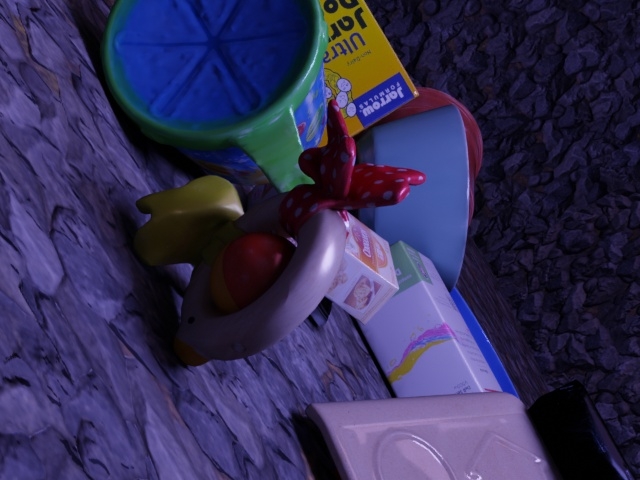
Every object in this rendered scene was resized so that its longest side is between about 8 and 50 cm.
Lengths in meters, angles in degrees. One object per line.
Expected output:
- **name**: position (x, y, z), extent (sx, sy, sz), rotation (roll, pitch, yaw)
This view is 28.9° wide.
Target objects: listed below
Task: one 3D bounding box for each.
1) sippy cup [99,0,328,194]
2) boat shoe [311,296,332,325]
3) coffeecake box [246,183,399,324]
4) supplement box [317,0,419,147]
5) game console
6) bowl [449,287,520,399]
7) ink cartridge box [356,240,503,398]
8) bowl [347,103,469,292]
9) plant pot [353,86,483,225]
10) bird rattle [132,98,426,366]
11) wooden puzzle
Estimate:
- **sippy cup**: position (-0.092, -0.171, 1.349), extent (0.224, 0.240, 0.306), rotation (60, 35, -67)
- **boat shoe**: position (-0.002, 0.056, 1.574), extent (0.049, 0.040, 0.142), rotation (54, 11, -27)
- **coffeecake box**: position (0.000, 0.000, 1.525), extent (0.185, 0.068, 0.142), rotation (36, 18, -16)
- **supplement box**: position (-0.025, -0.328, 1.997), extent (0.357, 0.194, 0.195), rotation (58, -4, -4)
- **game console**: position (0.265, 0.334, 1.471), extent (0.213, 0.044, 0.361), rotation (65, -30, 26)
- **bowl**: position (0.260, 0.214, 2.264), extent (0.391, 0.077, 0.391), rotation (56, 10, -16)
- **ink cartridge box**: position (0.172, 0.191, 1.794), extent (0.354, 0.119, 0.207), rotation (62, 11, 17)
- **bowl**: position (0.132, -0.070, 2.023), extent (0.311, 0.163, 0.312), rotation (-178, -90, -84)
- **plant pot**: position (0.180, -0.117, 2.328), extent (0.272, 0.272, 0.265), rotation (55, 16, -21)
- **bird rattle**: position (-0.034, 0.013, 1.049), extent (0.143, 0.253, 0.207), rotation (51, 37, -37)
- **wooden puzzle**: position (0.158, 0.311, 1.265), extent (0.322, 0.080, 0.348), rotation (4, 47, -44)
